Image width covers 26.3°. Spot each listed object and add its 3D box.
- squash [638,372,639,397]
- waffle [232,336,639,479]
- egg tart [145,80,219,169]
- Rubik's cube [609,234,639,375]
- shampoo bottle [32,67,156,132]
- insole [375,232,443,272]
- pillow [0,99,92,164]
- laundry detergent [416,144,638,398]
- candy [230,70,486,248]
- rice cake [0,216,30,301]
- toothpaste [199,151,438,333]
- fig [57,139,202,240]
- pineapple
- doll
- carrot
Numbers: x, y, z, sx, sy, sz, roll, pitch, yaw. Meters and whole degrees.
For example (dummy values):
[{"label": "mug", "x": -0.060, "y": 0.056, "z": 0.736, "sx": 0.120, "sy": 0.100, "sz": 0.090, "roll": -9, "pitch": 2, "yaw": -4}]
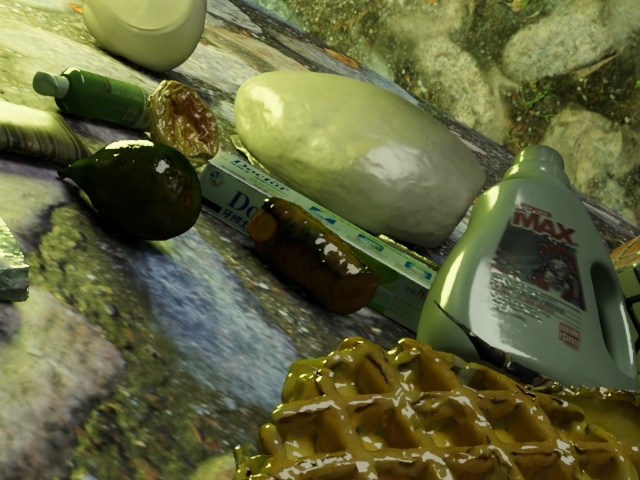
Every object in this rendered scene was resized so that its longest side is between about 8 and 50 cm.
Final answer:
[{"label": "squash", "x": 0.437, "y": 0.246, "z": 1.615, "sx": 0.220, "sy": 0.133, "sz": 0.220, "roll": 31, "pitch": 10, "yaw": -6}, {"label": "waffle", "x": 0.120, "y": 0.218, "z": 1.041, "sx": 0.382, "sy": 0.095, "sz": 0.379, "roll": 27, "pitch": 32, "yaw": 4}, {"label": "egg tart", "x": -0.193, "y": -0.154, "z": 1.852, "sx": 0.130, "sy": 0.052, "sz": 0.130, "roll": 29, "pitch": 51, "yaw": -42}, {"label": "Rubik's cube", "x": 0.507, "y": 0.113, "z": 1.857, "sx": 0.319, "sy": 0.319, "sz": 0.264, "roll": 34, "pitch": -19, "yaw": 19}, {"label": "shampoo bottle", "x": -0.295, "y": -0.190, "z": 1.827, "sx": 0.204, "sy": 0.065, "sz": 0.065, "roll": 11, "pitch": 23, "yaw": -50}, {"label": "insole", "x": 0.169, "y": 0.056, "z": 1.794, "sx": 0.119, "sy": 0.009, "sz": 0.348, "roll": 47, "pitch": -9, "yaw": -30}, {"label": "pillow", "x": -0.355, "y": -0.127, "z": 1.557, "sx": 0.203, "sy": 0.038, "sz": 0.113, "roll": 10, "pitch": 27, "yaw": -48}, {"label": "laundry detergent", "x": 0.255, "y": 0.047, "z": 1.595, "sx": 0.264, "sy": 0.125, "sz": 0.398, "roll": 25, "pitch": 44, "yaw": -10}, {"label": "candy", "x": 0.060, "y": -0.144, "z": 2.117, "sx": 0.427, "sy": 0.186, "sz": 0.386, "roll": 30, "pitch": 18, "yaw": 21}, {"label": "rice cake", "x": -0.313, "y": -0.010, "z": 1.251, "sx": 0.043, "sy": 0.034, "sz": 0.211, "roll": 7, "pitch": 25, "yaw": -34}, {"label": "toothpaste", "x": 0.000, "y": 0.000, "z": 1.729, "sx": 0.336, "sy": 0.067, "sz": 0.081, "roll": 30, "pitch": 16, "yaw": 4}, {"label": "fig", "x": -0.215, "y": -0.067, "z": 1.507, "sx": 0.177, "sy": 0.117, "sz": 0.117, "roll": 24, "pitch": 11, "yaw": 26}, {"label": "pineapple", "x": 0.231, "y": 0.200, "z": 1.278, "sx": 0.334, "sy": 0.158, "sz": 0.161, "roll": 24, "pitch": -4, "yaw": 10}, {"label": "doll", "x": -0.306, "y": -0.391, "z": 2.306, "sx": 0.251, "sy": 0.221, "sz": 0.221, "roll": 55, "pitch": 20, "yaw": 8}, {"label": "carrot", "x": -0.013, "y": 0.018, "z": 1.624, "sx": 0.173, "sy": 0.082, "sz": 0.082, "roll": 41, "pitch": 19, "yaw": 31}]
